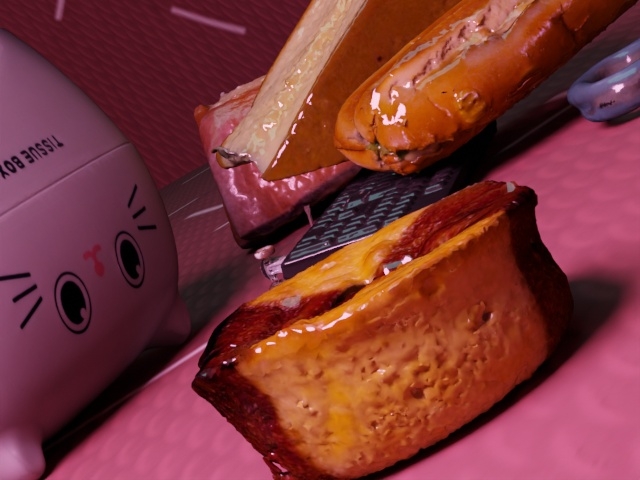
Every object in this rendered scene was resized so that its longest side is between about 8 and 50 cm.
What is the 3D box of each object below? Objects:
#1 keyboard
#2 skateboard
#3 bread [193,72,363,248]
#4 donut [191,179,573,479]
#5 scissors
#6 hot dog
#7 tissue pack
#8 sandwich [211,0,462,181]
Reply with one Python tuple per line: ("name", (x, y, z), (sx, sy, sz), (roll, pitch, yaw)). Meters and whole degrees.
("keyboard", (0.053, -0.035, 1.010), (0.101, 0.018, 0.310), (-18, 10, 16))
("skateboard", (0.000, 0.000, 1.026), (0.064, 0.032, 0.083), (-18, 13, 19))
("bread", (0.010, -0.103, 1.342), (0.244, 0.123, 0.190), (-30, 5, -5))
("donut", (0.021, 0.030, 0.546), (0.140, 0.059, 0.140), (-30, 6, 3))
("scissors", (0.215, -0.132, 0.979), (0.138, 0.041, 0.289), (-32, 7, 18))
("hot dog", (0.122, -0.131, 0.983), (0.269, 0.072, 0.115), (-38, -2, -12))
("tissue pack", (-0.230, 0.034, 0.956), (0.229, 0.236, 0.333), (-38, 3, 25))
("sandwich", (0.043, -0.119, 1.085), (0.236, 0.128, 0.122), (-58, 16, -7))
